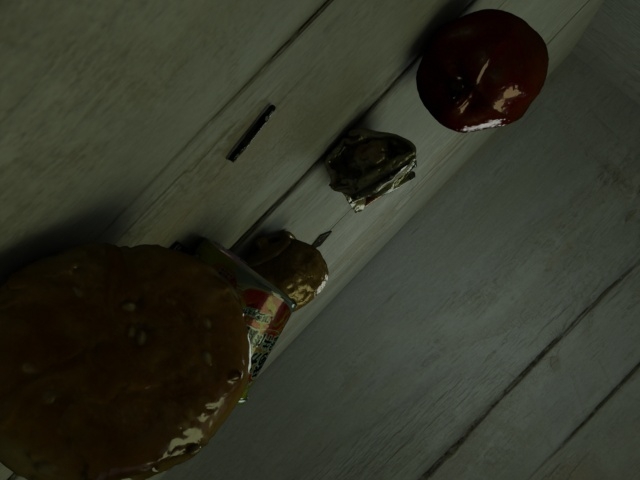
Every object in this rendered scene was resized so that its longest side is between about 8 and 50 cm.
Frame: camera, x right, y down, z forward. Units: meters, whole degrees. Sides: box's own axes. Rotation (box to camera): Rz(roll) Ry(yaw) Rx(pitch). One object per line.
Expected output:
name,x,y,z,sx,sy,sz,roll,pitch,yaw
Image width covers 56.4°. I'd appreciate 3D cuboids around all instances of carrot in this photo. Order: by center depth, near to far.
carrot,0.172,-0.143,1.920,0.190,0.037,0.037,-36,166,-29

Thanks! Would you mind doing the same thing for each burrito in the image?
burrito,0.115,-0.161,1.359,0.190,0.135,0.332,-38,173,5

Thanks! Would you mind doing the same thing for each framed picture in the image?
framed picture,0.000,0.000,1.849,0.066,0.007,0.089,-51,169,23

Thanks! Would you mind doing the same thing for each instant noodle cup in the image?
instant noodle cup,-0.179,0.133,1.056,0.200,0.264,0.264,-53,170,-3

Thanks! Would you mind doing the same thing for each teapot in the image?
teapot,-0.095,0.055,1.341,0.204,0.167,0.311,-21,-162,21

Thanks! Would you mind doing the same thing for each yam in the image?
yam,-0.101,-0.156,0.876,0.107,0.014,0.014,-48,169,14

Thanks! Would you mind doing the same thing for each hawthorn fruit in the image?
hawthorn fruit,0.315,-0.323,1.195,0.254,0.254,0.300,-55,178,39

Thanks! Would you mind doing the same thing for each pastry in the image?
pastry,-0.249,0.144,0.714,0.316,0.284,0.184,-9,167,-32

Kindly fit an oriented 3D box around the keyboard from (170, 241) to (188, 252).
keyboard,-0.298,0.078,0.990,0.198,0.010,0.063,-45,171,-6
